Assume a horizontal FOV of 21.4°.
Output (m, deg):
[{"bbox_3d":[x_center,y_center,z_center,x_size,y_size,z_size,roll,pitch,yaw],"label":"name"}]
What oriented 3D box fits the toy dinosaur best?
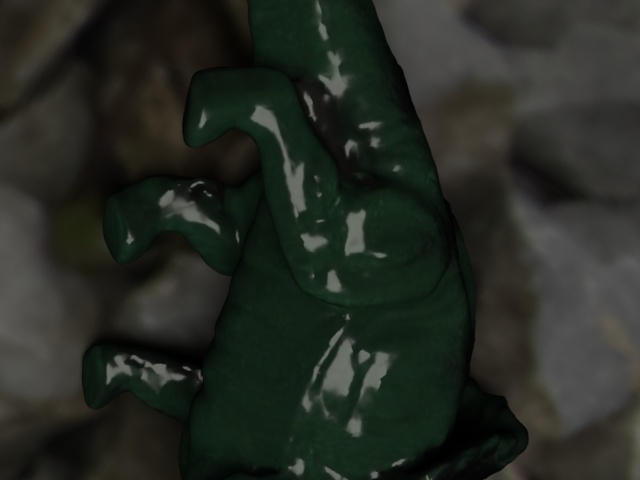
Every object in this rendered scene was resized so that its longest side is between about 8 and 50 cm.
[{"bbox_3d":[-0.017,0.006,0.445,0.120,0.079,0.292,-19,112,-6],"label":"toy dinosaur"}]
